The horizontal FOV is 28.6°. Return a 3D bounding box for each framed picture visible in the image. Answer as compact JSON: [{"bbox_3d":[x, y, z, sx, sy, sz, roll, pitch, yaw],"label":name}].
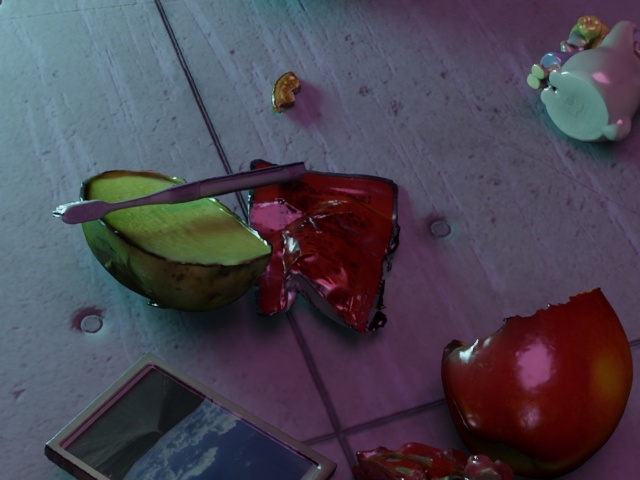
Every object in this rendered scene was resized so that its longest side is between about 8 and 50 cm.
[{"bbox_3d":[-0.135,0.234,1.325,0.260,0.023,0.189,29,41,16],"label":"framed picture"}]

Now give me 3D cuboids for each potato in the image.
[{"bbox_3d":[-0.181,0.014,1.433,0.160,0.111,0.271,-13,33,-38],"label":"potato"}]

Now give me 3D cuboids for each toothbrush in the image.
[{"bbox_3d":[-0.152,-0.058,1.444,0.354,0.024,0.029,-14,21,-42],"label":"toothbrush"}]

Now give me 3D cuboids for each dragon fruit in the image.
[{"bbox_3d":[0.149,0.283,1.232,0.134,0.211,0.262,-23,65,-12],"label":"dragon fruit"}]

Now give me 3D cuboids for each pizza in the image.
[{"bbox_3d":[-0.047,-0.196,1.673,0.037,0.016,0.083,11,50,4],"label":"pizza"}]

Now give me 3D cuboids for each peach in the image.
[{"bbox_3d":[0.234,0.136,1.350,0.196,0.190,0.226,12,59,20],"label":"peach"}]

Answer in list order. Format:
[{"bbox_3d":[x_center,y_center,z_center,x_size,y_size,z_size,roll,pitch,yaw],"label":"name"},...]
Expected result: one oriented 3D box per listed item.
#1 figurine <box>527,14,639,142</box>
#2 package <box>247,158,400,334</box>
[{"bbox_3d":[0.403,-0.234,1.685,0.155,0.127,0.235,31,51,28],"label":"figurine"},{"bbox_3d":[0.000,0.000,1.504,0.194,0.071,0.269,16,49,-11],"label":"package"}]
